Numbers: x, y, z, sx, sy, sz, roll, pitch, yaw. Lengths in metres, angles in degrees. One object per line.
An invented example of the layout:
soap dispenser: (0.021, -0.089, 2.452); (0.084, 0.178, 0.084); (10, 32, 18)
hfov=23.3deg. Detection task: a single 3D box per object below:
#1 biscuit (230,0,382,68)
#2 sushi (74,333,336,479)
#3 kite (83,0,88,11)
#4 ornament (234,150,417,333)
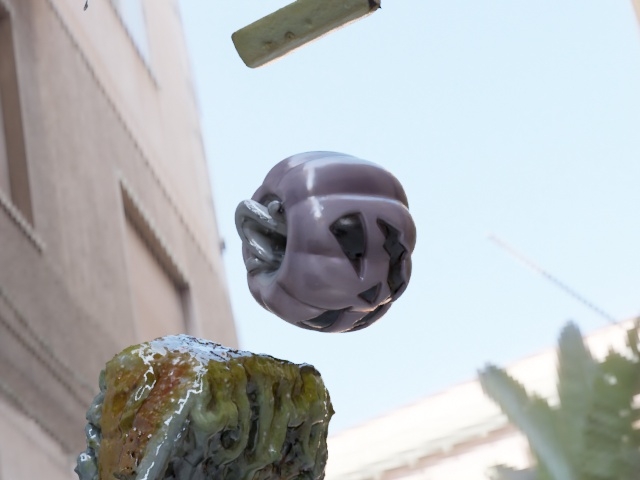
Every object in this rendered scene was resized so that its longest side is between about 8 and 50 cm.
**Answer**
biscuit: (-0.017, -0.267, 1.897); (0.188, 0.056, 0.052); (-22, 2, 23)
sushi: (-0.094, 0.172, 1.223); (0.139, 0.184, 0.274); (8, -7, 36)
kite: (-0.205, -0.357, 1.640); (0.012, 0.250, 0.229); (22, -4, -5)
ornament: (0.000, 0.001, 1.482); (0.177, 0.178, 0.177); (-9, -27, -5)
